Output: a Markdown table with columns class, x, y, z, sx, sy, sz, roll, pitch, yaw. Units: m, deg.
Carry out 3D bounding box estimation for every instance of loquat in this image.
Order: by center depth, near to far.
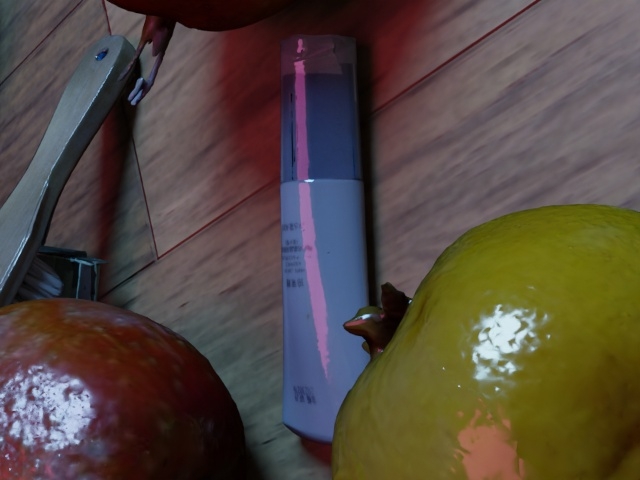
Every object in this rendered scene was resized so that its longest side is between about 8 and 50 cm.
| class | x | y | z | sx | sy | sz | roll | pitch | yaw |
| --- | --- | --- | --- | --- | --- | --- | --- | --- | --- |
| loquat | 0.103 | 0.090 | 0.494 | 0.208 | 0.208 | 0.208 | -3 | 85 | 46 |

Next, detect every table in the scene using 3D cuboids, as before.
| class | x | y | z | sx | sy | sz | roll | pitch | yaw |
| --- | --- | --- | --- | --- | --- | --- | --- | --- | --- |
| table | -0.233 | 0.079 | 0.941 | 0.175 | 0.062 | 0.146 | 8 | 94 | 34 |

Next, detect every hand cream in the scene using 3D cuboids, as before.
| class | x | y | z | sx | sy | sz | roll | pitch | yaw |
| --- | --- | --- | --- | --- | --- | --- | --- | --- | --- |
| hand cream | 0.000 | 0.000 | 0.718 | 0.079 | 0.048 | 0.255 | -2 | 90 | 52 |

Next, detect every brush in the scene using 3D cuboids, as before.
| class | x | y | z | sx | sy | sz | roll | pitch | yaw |
| --- | --- | --- | --- | --- | --- | --- | --- | --- | --- |
| brush | -0.212 | -0.011 | 0.871 | 0.070 | 0.065 | 0.328 | 3 | 63 | 43 |

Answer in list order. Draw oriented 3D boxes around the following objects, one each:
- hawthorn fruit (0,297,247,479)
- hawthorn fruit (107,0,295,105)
| class | x | y | z | sx | sy | sz | roll | pitch | yaw |
| --- | --- | --- | --- | --- | --- | --- | --- | --- | --- |
| hawthorn fruit | -0.162 | 0.150 | 0.732 | 0.231 | 0.235 | 0.263 | 52 | 157 | -3 |
| hawthorn fruit | -0.071 | -0.215 | 0.701 | 0.211 | 0.211 | 0.299 | 44 | 127 | 39 |
